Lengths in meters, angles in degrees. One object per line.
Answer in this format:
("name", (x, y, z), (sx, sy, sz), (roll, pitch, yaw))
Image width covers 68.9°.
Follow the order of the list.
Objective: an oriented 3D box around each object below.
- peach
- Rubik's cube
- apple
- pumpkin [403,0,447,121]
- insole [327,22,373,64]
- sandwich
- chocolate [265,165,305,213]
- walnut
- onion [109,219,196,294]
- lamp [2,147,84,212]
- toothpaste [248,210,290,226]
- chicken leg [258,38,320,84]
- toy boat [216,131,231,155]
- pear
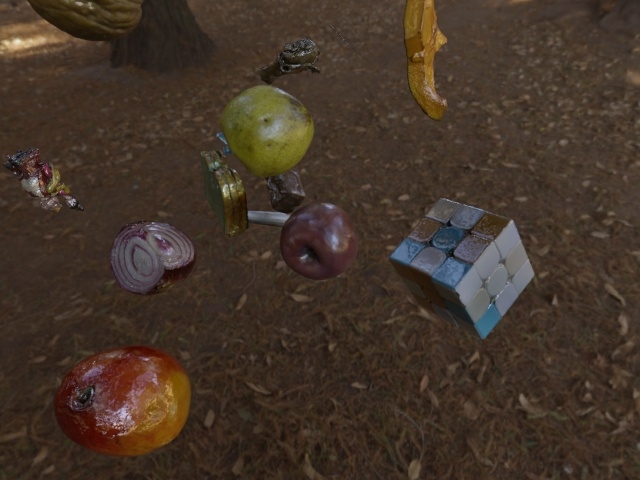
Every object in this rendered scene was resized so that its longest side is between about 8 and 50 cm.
("peach", (-0.426, 0.353, 1.027), (0.238, 0.281, 0.281), (-54, 47, 4))
("Rubik's cube", (0.535, 0.098, 1.773), (0.346, 0.347, 0.344), (-46, 38, -12))
("apple", (0.000, 0.000, 1.680), (0.306, 0.305, 0.235), (13, 41, 22))
("pumpkin", (0.242, -0.467, 1.067), (0.095, 0.258, 0.290), (1, 59, 20))
("insole", (0.094, -0.629, 1.490), (0.109, 0.007, 0.322), (22, 28, -37))
("sandwich", (-0.357, -0.186, 1.728), (0.095, 0.248, 0.273), (-17, 46, -22))
("chocolate", (-0.154, -0.224, 1.902), (0.093, 0.148, 0.214), (11, 52, -42))
("walnut", (-0.665, -0.727, 1.302), (0.333, 0.332, 0.332), (-3, 36, 2))
("onion", (-0.505, 0.066, 1.427), (0.216, 0.206, 0.207), (53, 24, 15))
("lamp", (-0.868, -0.169, 1.473), (0.119, 0.253, 0.118), (-16, 34, 11))
("toothpaste", (-0.266, -0.097, 1.998), (0.324, 0.066, 0.100), (4, -13, -25))
("chicken leg", (-0.092, -0.493, 1.311), (0.196, 0.080, 0.125), (-14, -5, 18))
("toy boat", (-0.302, -0.318, 1.591), (0.061, 0.137, 0.060), (-29, 46, 10))
("pear", (-0.111, -0.243, 1.013), (0.198, 0.197, 0.197), (-3, 36, 2))
